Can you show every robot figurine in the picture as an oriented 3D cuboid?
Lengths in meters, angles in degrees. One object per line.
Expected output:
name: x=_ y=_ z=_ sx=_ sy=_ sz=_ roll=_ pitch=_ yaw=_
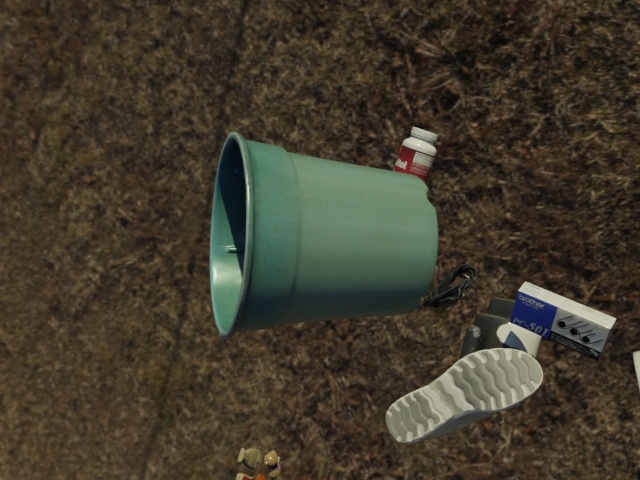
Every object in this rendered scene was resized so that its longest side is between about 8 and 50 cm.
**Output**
robot figurine: x=0.449 y=0.286 z=1.744 sx=0.209 sy=0.173 sz=0.278 roll=18 pitch=83 yaw=5

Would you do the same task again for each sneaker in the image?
sneaker: x=0.252 y=0.272 z=1.218 sx=0.281 sy=0.115 sz=0.105 roll=-24 pitch=64 yaw=11

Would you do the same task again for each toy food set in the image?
toy food set: x=-0.084 y=0.336 z=0.982 sx=0.019 sy=0.122 sz=0.078 roll=7 pitch=77 yaw=27

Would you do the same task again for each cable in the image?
cable: x=0.353 y=0.129 z=1.921 sx=0.047 sy=0.150 sz=0.184 roll=43 pitch=144 yaw=-9

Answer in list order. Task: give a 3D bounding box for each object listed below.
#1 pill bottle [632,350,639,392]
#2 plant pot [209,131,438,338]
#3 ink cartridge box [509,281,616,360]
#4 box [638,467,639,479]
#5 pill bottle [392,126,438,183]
pill bottle: x=0.785 y=0.265 z=1.235 sx=0.392 sy=0.224 sz=0.224 roll=-13 pitch=91 yaw=22
plant pot: x=0.000 y=0.000 z=1.193 sx=0.341 sy=0.334 sz=0.341 roll=-177 pitch=90 yaw=-73
ink cartridge box: x=0.533 y=0.177 z=1.533 sx=0.207 sy=0.046 sz=0.097 roll=24 pitch=130 yaw=28
box: x=0.764 y=0.544 z=1.502 sx=0.137 sy=0.027 sz=0.094 roll=-1 pitch=122 yaw=26
pill bottle: x=0.227 y=-0.191 z=1.665 sx=0.086 sy=0.086 sz=0.152 roll=28 pitch=104 yaw=39
